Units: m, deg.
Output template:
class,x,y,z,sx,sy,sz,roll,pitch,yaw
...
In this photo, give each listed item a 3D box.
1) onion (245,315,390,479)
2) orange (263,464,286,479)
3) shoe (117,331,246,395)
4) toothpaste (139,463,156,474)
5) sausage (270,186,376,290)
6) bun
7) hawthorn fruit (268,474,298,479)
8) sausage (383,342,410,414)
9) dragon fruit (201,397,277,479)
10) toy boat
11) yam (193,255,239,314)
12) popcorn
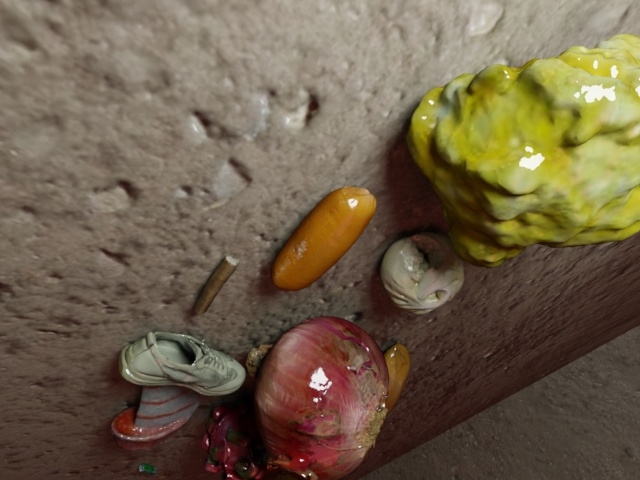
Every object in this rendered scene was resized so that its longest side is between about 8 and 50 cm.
class,x,y,z,sx,sy,sz,roll,pitch,yaw
onion,0.005,0.343,0.911,0.353,0.354,0.354,-14,142,-12
orange,-0.164,0.688,1.369,0.223,0.170,0.224,-14,136,-14
shoe,-0.258,0.247,0.849,0.098,0.103,0.274,-43,137,22
toothpaste,-0.558,0.741,1.350,0.017,0.020,0.083,-18,142,-1
sausage,0.000,0.000,0.699,0.098,0.098,0.238,15,130,-39
bun,0.218,0.074,0.870,0.178,0.128,0.193,-24,140,3
hawthorn fruit,-0.107,0.852,1.536,0.300,0.268,0.268,-27,142,9
sausage,0.210,0.446,1.317,0.134,0.116,0.354,-28,146,-29
dragon fruit,-0.204,0.554,1.119,0.218,0.272,0.199,-10,118,-26
toy boat,-0.370,0.364,0.966,0.205,0.096,0.283,-2,126,-35
yam,-0.188,0.080,0.743,0.032,0.032,0.145,12,130,-37
popcorn,0.313,-0.106,0.567,0.333,0.293,0.293,-10,-170,33
